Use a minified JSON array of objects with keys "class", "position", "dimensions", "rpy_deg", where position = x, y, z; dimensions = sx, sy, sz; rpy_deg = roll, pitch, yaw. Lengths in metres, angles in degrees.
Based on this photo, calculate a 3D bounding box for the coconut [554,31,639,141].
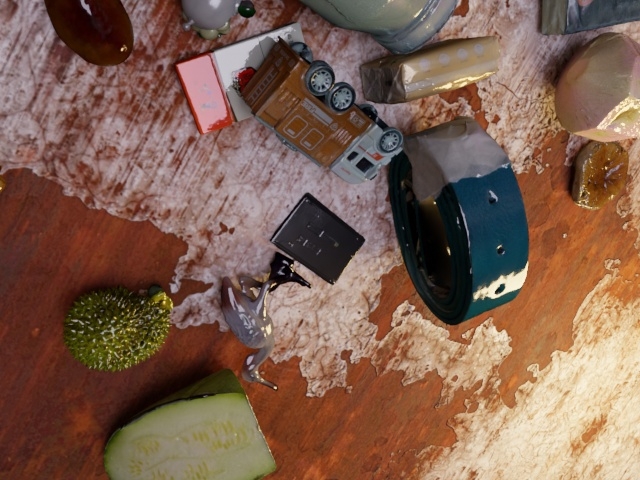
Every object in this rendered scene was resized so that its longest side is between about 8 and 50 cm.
[{"class":"coconut","position":[0.659,-0.342,1.296],"dimensions":[0.245,0.233,0.233],"rpy_deg":[7,106,-31]}]

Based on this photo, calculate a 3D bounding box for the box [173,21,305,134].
[{"class":"box","position":[-0.134,-0.302,1.058],"dimensions":[0.245,0.035,0.139],"rpy_deg":[-24,119,-16]}]

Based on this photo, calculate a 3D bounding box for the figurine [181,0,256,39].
[{"class":"figurine","position":[-0.164,-0.429,0.950],"dimensions":[0.147,0.093,0.197],"rpy_deg":[38,102,6]}]

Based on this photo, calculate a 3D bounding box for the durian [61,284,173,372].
[{"class":"durian","position":[-0.377,0.172,1.065],"dimensions":[0.198,0.146,0.159],"rpy_deg":[4,110,-22]}]

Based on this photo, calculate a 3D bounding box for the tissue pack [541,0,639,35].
[{"class":"tissue pack","position":[0.637,-0.594,1.257],"dimensions":[0.316,0.103,0.227],"rpy_deg":[-17,117,-17]}]

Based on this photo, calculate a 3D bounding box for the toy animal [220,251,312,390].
[{"class":"toy animal","position":[-0.137,0.184,1.212],"dimensions":[0.195,0.090,0.324],"rpy_deg":[9,104,-27]}]

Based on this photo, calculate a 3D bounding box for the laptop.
[{"class":"laptop","position":[0.000,0.000,1.248],"dimensions":[0.197,0.016,0.135],"rpy_deg":[36,91,-31]}]

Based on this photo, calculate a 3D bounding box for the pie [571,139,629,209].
[{"class":"pie","position":[0.737,-0.176,1.499],"dimensions":[0.195,0.046,0.195],"rpy_deg":[-9,113,-23]}]

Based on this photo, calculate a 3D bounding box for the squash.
[{"class":"squash","position":[-0.288,0.427,1.173],"dimensions":[0.309,0.210,0.233],"rpy_deg":[-24,106,-20]}]

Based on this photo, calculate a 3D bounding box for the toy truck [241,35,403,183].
[{"class":"toy truck","position":[0.007,-0.225,1.070],"dimensions":[0.162,0.136,0.305],"rpy_deg":[-47,130,14]}]

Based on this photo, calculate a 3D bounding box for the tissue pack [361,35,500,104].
[{"class":"tissue pack","position":[0.212,-0.336,1.118],"dimensions":[0.222,0.186,0.090],"rpy_deg":[-21,111,-15]}]

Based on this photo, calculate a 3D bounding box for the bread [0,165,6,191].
[{"class":"bread","position":[-0.664,-0.116,0.804],"dimensions":[0.370,0.191,0.314],"rpy_deg":[43,94,-19]}]

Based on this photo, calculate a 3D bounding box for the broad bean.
[{"class":"broad bean","position":[-0.368,-0.356,0.905],"dimensions":[0.114,0.084,0.165],"rpy_deg":[-15,124,4]}]

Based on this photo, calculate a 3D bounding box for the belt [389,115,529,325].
[{"class":"belt","position":[0.285,-0.034,1.198],"dimensions":[0.173,0.300,0.436],"rpy_deg":[-24,118,-15]}]

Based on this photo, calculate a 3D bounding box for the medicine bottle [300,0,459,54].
[{"class":"medicine bottle","position":[0.082,-0.474,0.970],"dimensions":[0.290,0.245,0.245],"rpy_deg":[23,99,-39]}]
